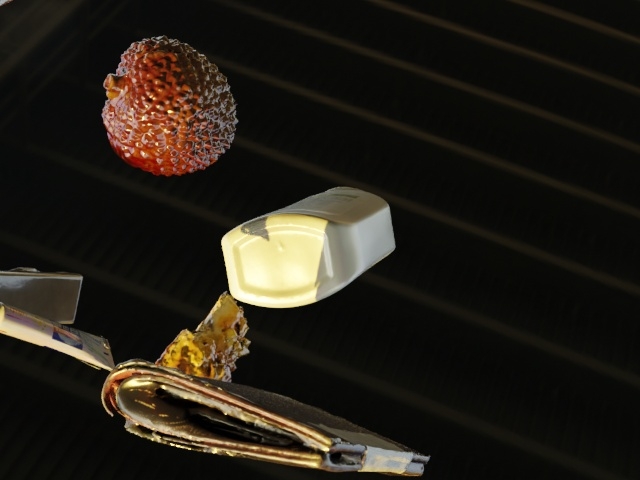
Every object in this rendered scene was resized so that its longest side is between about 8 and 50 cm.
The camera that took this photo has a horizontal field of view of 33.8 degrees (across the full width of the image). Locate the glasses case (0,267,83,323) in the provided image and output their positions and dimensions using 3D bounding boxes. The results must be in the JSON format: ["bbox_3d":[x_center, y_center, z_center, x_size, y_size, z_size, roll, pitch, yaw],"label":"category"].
[{"bbox_3d":[-0.383,0.073,1.367,0.042,0.072,0.190,19,-175,24],"label":"glasses case"}]

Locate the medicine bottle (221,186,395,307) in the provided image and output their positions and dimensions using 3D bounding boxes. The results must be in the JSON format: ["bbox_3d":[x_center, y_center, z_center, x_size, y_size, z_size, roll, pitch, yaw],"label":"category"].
[{"bbox_3d":[0.000,0.000,1.421,0.179,0.124,0.324,-9,-172,18],"label":"medicine bottle"}]

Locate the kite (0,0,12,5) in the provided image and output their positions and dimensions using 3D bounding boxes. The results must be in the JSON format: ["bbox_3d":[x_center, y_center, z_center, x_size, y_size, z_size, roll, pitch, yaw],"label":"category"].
[{"bbox_3d":[-0.408,-0.272,1.223,0.321,0.016,0.234,-24,-154,-3],"label":"kite"}]

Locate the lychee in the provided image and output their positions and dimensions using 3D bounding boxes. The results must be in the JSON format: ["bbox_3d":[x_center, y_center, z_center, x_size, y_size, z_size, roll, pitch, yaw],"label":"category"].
[{"bbox_3d":[-0.135,-0.117,0.945,0.123,0.123,0.129,45,-165,29],"label":"lychee"}]

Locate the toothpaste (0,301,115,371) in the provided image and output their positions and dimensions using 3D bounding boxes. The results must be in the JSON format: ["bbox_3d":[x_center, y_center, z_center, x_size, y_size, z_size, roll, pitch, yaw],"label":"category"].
[{"bbox_3d":[-0.276,0.095,1.071,0.170,0.028,0.045,29,-155,-46],"label":"toothpaste"}]

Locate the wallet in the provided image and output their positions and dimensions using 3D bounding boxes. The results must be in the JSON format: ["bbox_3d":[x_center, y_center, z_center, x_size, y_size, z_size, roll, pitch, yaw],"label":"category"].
[{"bbox_3d":[-0.051,0.185,1.034,0.262,0.221,0.072,10,-100,31],"label":"wallet"}]

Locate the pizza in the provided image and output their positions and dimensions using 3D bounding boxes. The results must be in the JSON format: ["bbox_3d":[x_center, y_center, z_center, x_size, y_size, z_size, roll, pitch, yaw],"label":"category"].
[{"bbox_3d":[-0.159,0.173,1.462,0.085,0.161,0.305,31,-154,7],"label":"pizza"}]
